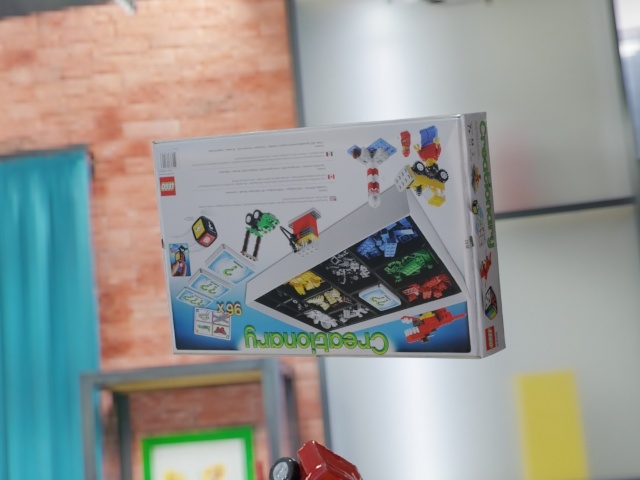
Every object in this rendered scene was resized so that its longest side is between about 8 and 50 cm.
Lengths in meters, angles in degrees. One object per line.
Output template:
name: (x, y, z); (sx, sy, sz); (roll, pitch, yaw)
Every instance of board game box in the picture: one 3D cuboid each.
board game box: (0.000, 0.000, 1.197); (0.305, 0.192, 0.053); (-2, 6, 32)

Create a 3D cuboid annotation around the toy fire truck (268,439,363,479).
toy fire truck: (-0.003, 0.187, 0.795); (0.192, 0.135, 0.047); (-44, -52, 12)
